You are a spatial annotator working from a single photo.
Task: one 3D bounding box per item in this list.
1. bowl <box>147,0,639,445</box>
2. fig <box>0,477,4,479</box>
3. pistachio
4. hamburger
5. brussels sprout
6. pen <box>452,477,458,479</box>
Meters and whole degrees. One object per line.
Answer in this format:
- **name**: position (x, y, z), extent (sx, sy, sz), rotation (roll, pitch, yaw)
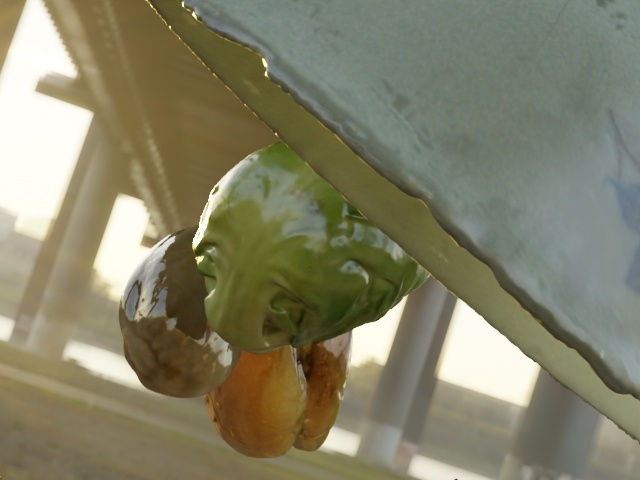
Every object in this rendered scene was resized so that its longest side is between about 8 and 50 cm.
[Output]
- **bowl**: position (0.080, -0.056, 0.620), extent (0.313, 0.146, 0.313), rotation (43, 0, 0)
- **fig**: position (-0.306, 0.265, 1.372), extent (0.257, 0.159, 0.159), rotation (0, -13, 23)
- **pistachio**: position (-0.123, 0.060, 1.429), extent (0.126, 0.186, 0.108), rotation (22, -37, -16)
- **hamburger**: position (-0.047, 0.142, 1.586), extent (0.143, 0.157, 0.283), rotation (2, -23, -11)
- **brussels sprout**: position (0.000, 0.000, 1.293), extent (0.223, 0.161, 0.223), rotation (-20, -12, -5)
- **pen**: position (0.182, 0.328, 1.495), extent (0.218, 0.026, 0.026), rotation (57, 1, 10)
